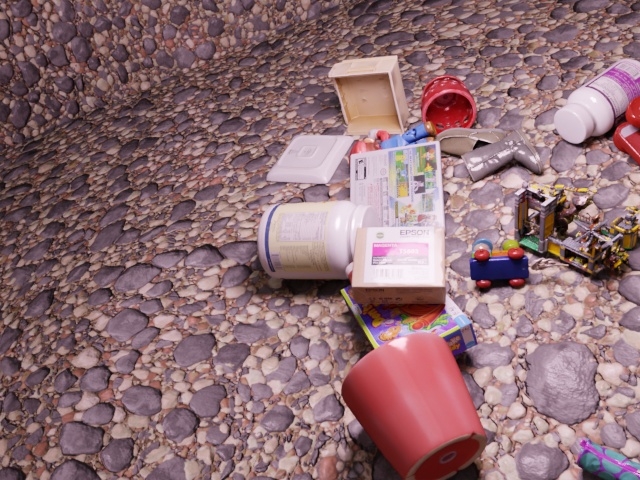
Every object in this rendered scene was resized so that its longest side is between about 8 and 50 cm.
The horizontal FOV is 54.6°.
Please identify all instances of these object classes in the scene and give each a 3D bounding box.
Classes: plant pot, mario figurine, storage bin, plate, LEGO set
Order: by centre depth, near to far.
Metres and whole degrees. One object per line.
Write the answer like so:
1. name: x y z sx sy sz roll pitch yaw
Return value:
1. plant pot: 0.217 0.377 1.355 0.275 0.275 0.243 -26 48 -5
2. LEGO set: 0.676 -0.076 1.652 0.255 0.192 0.331 -27 39 -18
3. mario figurine: 0.254 -0.304 2.163 0.320 0.170 0.198 -13 28 23
4. plant pot: 0.451 -0.490 2.224 0.191 0.191 0.174 -12 39 12
5. storage bin: 0.183 -0.542 2.342 0.260 0.262 0.123 3 46 26
6. plate: -0.045 -0.325 2.377 0.278 0.045 0.277 6 49 30

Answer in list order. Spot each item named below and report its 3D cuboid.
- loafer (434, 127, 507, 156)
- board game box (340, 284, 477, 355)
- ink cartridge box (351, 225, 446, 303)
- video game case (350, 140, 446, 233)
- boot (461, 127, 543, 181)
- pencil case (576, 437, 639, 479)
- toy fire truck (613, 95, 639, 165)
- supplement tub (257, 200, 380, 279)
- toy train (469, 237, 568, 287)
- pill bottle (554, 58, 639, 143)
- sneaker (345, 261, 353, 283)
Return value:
1. loafer: 0.499 -0.325 2.095 0.251 0.094 0.087 -4 39 20
2. board game box: 0.220 0.197 1.628 0.233 0.078 0.347 -26 32 -4
3. ink cartridge box: 0.203 0.062 1.594 0.234 0.088 0.193 -1 54 10
4. video game case: 0.241 -0.153 1.987 0.300 0.036 0.329 -7 63 18
5. boot: 0.581 -0.247 1.988 0.208 0.076 0.190 -26 58 5
6. pencil case: 0.592 0.452 1.233 0.151 0.070 0.064 17 55 38
7. toy fire truck: 1.035 -0.310 1.816 0.302 0.169 0.254 -27 65 -4
8. supplement tub: 0.000 0.000 1.859 0.324 0.235 0.235 -1 45 23
9. toy train: 0.533 0.046 1.692 0.248 0.105 0.143 -4 27 14
10. pill bottle: 0.900 -0.438 1.984 0.301 0.169 0.169 -34 42 -13
11. sneaker: 0.188 0.088 1.685 0.221 0.087 0.128 -26 46 1
